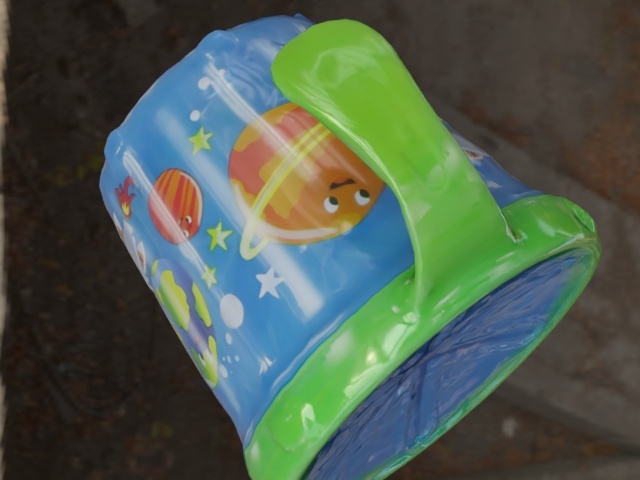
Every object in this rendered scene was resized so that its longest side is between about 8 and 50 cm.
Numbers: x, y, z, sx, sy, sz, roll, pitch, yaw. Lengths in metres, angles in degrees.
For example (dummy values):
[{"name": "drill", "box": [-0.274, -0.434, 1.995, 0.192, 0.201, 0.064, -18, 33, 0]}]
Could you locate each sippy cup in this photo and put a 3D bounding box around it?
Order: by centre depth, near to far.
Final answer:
[{"name": "sippy cup", "box": [0.000, 0.000, 0.921, 0.224, 0.305, 0.240, 49, 33, 19]}]
